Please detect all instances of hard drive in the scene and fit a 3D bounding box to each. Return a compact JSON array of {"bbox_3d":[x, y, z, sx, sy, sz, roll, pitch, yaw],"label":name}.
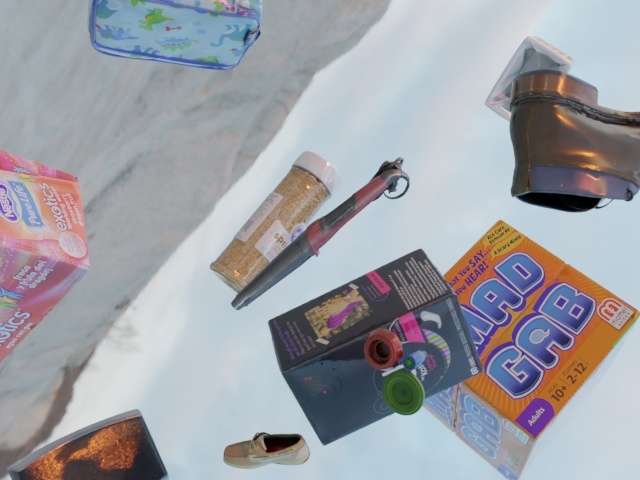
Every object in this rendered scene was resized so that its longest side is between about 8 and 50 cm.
[{"bbox_3d":[-0.414,0.425,1.306,0.254,0.172,0.054,-19,168,-36],"label":"hard drive"}]

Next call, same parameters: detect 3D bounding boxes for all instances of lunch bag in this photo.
[{"bbox_3d":[-0.193,-0.300,0.948,0.176,0.218,0.090,152,-61,-64],"label":"lunch bag"}]

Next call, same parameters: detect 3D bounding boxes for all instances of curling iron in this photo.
[{"bbox_3d":[0.000,0.000,0.850,0.274,0.035,0.068,-40,157,10],"label":"curling iron"}]

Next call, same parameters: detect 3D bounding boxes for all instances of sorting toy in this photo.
[{"bbox_3d":[0.093,0.143,0.810,0.061,0.102,0.042,-35,167,31],"label":"sorting toy"}]

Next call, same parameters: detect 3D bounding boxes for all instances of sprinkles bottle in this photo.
[{"bbox_3d":[-0.099,-0.038,1.631,0.355,0.121,0.121,-52,-166,-14],"label":"sprinkles bottle"}]

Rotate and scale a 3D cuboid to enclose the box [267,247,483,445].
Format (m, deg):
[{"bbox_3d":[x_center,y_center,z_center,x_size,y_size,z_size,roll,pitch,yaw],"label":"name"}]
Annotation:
[{"bbox_3d":[0.080,0.159,1.079,0.270,0.165,0.143,-26,-150,1],"label":"box"}]

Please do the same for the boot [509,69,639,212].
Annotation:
[{"bbox_3d":[0.254,-0.059,0.621,0.082,0.219,0.106,148,-43,-69],"label":"boot"}]

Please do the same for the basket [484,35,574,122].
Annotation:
[{"bbox_3d":[0.443,-0.336,1.508,0.167,0.113,0.103,-60,169,31],"label":"basket"}]

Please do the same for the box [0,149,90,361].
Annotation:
[{"bbox_3d":[-0.429,0.042,0.879,0.300,0.142,0.154,-39,-130,26],"label":"box"}]

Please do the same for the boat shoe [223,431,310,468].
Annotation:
[{"bbox_3d":[-0.085,0.313,1.084,0.050,0.135,0.045,-87,168,-59],"label":"boat shoe"}]

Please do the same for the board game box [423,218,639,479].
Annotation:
[{"bbox_3d":[0.419,0.254,1.601,0.356,0.356,0.356,-43,151,-18],"label":"board game box"}]
